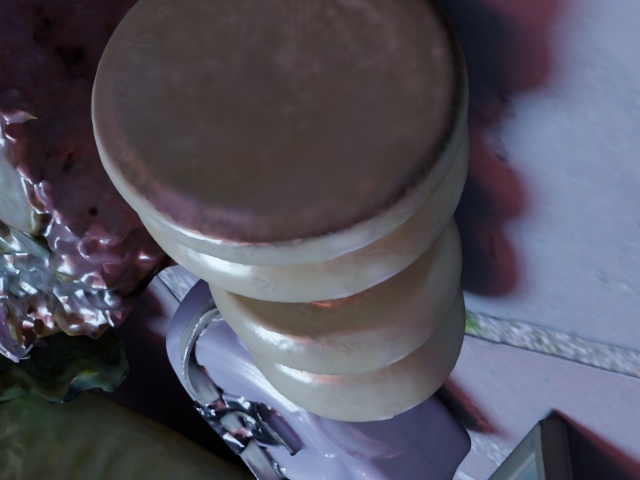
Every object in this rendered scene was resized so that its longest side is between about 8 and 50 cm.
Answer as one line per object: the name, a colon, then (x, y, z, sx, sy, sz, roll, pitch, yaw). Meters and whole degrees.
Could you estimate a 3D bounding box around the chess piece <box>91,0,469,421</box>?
chess piece: (0.000, 0.000, 0.929, 0.167, 0.167, 0.299, 30, 160, 22)

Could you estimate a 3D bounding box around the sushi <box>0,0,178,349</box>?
sushi: (-0.166, -0.078, 1.020, 0.236, 0.171, 0.270, 47, 155, -17)

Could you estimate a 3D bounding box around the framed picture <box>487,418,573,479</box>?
framed picture: (0.124, 0.268, 1.198, 0.024, 0.232, 0.315, 0, 158, -9)

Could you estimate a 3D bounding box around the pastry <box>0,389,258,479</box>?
pastry: (-0.210, 0.295, 1.568, 0.388, 0.312, 0.388, 21, 166, 6)

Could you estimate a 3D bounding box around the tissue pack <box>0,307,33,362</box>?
tissue pack: (-0.277, -0.048, 1.278, 0.215, 0.123, 0.257, 48, 171, -27)

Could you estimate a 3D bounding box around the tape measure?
tape measure: (-0.017, 0.100, 1.208, 0.196, 0.105, 0.178, 46, 158, -19)

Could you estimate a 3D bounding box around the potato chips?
potato chips: (-0.342, 0.024, 1.473, 0.358, 0.070, 0.429, 23, -170, -27)
